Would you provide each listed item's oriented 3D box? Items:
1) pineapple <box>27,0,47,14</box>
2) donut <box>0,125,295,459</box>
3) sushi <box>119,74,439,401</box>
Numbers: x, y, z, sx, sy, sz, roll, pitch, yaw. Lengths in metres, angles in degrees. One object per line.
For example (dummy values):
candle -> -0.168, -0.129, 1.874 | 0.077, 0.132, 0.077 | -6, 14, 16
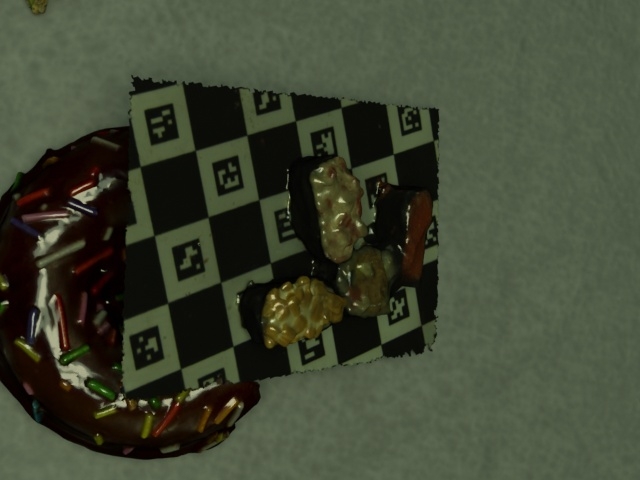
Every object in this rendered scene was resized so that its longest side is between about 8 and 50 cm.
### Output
pineapple -> -0.189, -0.211, 0.916 | 0.114, 0.077, 0.114 | -5, 100, -8
donut -> -0.119, 0.026, 0.898 | 0.216, 0.096, 0.230 | 32, 81, -8
sushi -> 0.000, 0.000, 0.876 | 0.279, 0.043, 0.193 | 0, 93, -44
